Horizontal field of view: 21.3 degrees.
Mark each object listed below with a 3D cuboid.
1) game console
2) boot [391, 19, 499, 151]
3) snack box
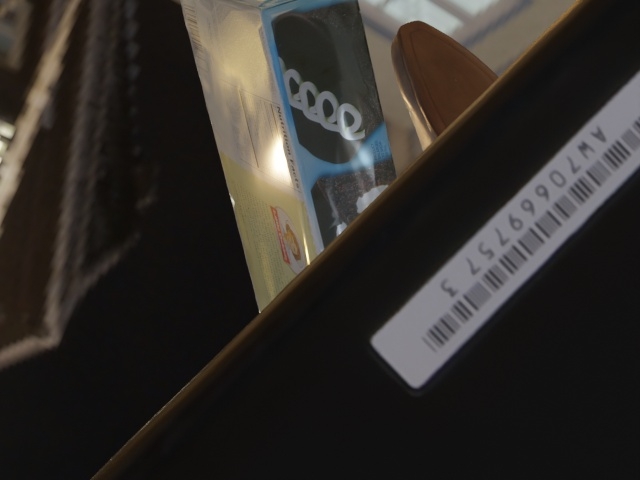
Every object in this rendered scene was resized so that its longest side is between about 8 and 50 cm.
[{"bbox_3d":[0.147,0.097,0.454,0.386,0.342,0.060,-45,-179,-9],"label":"game console"},{"bbox_3d":[0.050,-0.011,0.629,0.118,0.042,0.087,57,-34,17],"label":"boot"},{"bbox_3d":[0.000,0.000,1.022,0.187,0.060,0.322,-146,-140,-67],"label":"snack box"}]
